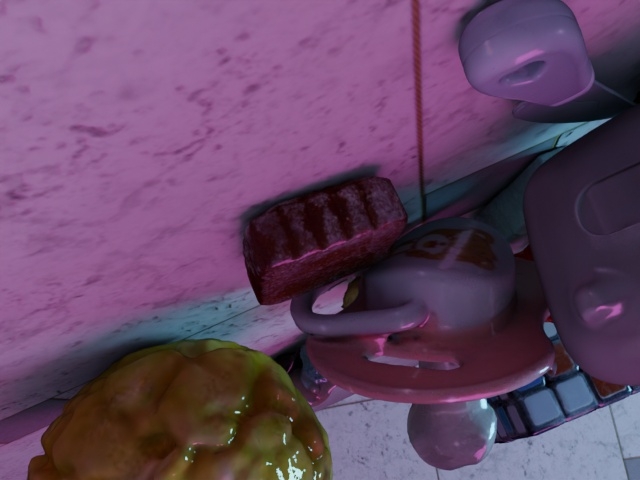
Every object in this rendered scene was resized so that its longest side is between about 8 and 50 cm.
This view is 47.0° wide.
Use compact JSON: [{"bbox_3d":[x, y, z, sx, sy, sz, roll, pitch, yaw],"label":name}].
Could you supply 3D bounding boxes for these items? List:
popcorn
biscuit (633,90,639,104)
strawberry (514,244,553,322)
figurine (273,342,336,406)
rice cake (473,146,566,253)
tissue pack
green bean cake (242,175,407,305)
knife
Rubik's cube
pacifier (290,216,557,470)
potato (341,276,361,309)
[{"bbox_3d":[-0.165,0.283,0.867,0.343,0.354,0.391,1,115,-11],"label":"popcorn"},{"bbox_3d":[0.379,-0.159,0.677,0.191,0.050,0.192,-17,169,-3],"label":"biscuit"},{"bbox_3d":[0.275,0.015,0.987,0.098,0.175,0.228,30,165,-39],"label":"strawberry"},{"bbox_3d":[-0.019,0.220,1.250,0.137,0.110,0.245,1,150,-36],"label":"figurine"},{"bbox_3d":[0.237,-0.037,0.842,0.069,0.063,0.206,-15,161,-19],"label":"rice cake"},{"bbox_3d":[0.337,-0.017,0.597,0.333,0.230,0.236,-26,151,30],"label":"tissue pack"},{"bbox_3d":[0.000,0.000,0.640,0.135,0.056,0.136,-19,164,-11],"label":"green bean cake"},{"bbox_3d":[0.182,-0.112,0.559,0.080,0.044,0.331,-23,167,28],"label":"knife"},{"bbox_3d":[0.372,0.149,1.226,0.292,0.287,0.292,-21,163,-8],"label":"Rubik's cube"},{"bbox_3d":[0.126,0.095,0.751,0.220,0.273,0.332,-38,-179,31],"label":"pacifier"},{"bbox_3d":[0.117,0.072,0.975,0.117,0.090,0.225,-34,160,34],"label":"potato"}]
